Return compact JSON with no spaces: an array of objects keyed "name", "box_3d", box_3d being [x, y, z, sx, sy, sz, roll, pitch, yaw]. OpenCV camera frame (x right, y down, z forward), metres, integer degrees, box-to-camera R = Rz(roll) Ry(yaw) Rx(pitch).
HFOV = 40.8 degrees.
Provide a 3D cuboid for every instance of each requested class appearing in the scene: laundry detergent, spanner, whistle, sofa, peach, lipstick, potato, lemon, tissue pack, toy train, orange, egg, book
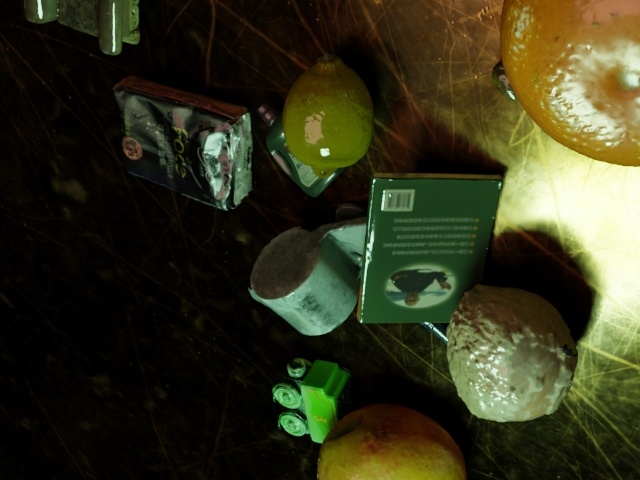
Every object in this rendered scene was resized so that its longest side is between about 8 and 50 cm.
[{"name":"laundry detergent","box_3d":[-0.056,-0.202,1.841,0.222,0.078,0.144,43,138,-2]},{"name":"spanner","box_3d":[0.000,0.000,1.987,0.093,0.026,0.325,48,135,-10]},{"name":"whistle","box_3d":[0.024,0.049,1.895,0.405,0.188,0.168,-37,130,10]},{"name":"sofa","box_3d":[-0.522,-0.518,1.841,0.258,0.182,0.200,25,133,15]},{"name":"peach","box_3d":[0.179,0.574,2.100,0.373,0.290,0.372,-1,102,-6]},{"name":"lipstick","box_3d":[0.247,0.184,1.948,0.234,0.053,0.053,43,134,-5]},{"name":"potato","box_3d":[0.340,-0.285,1.550,0.051,0.040,0.083,-20,108,46]},{"name":"lemon","box_3d":[0.017,-0.246,1.692,0.184,0.184,0.248,15,115,24]},{"name":"tissue pack","box_3d":[-0.313,-0.227,1.959,0.332,0.123,0.245,19,133,20]},{"name":"toy train","box_3d":[-0.012,0.415,2.228,0.188,0.132,0.243,6,127,24]},{"name":"orange","box_3d":[0.470,-0.315,1.249,0.424,0.326,0.424,14,139,13]},{"name":"egg","box_3d":[0.385,0.231,1.748,0.279,0.279,0.310,-3,121,34]},{"name":"book","box_3d":[0.217,0.022,1.768,0.260,0.043,0.371,1,126,-5]}]
